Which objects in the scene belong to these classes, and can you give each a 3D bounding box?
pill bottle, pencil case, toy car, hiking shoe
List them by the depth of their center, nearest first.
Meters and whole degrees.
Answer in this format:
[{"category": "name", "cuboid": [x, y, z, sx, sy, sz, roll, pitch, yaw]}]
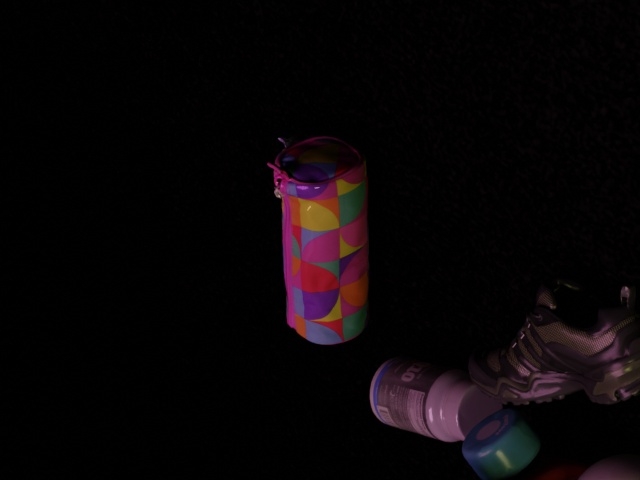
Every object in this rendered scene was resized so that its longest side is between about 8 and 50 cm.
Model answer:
[{"category": "hiking shoe", "cuboid": [0.220, 0.088, 1.311, 0.227, 0.086, 0.114, -9, 96, 51]}, {"category": "toy car", "cuboid": [0.253, 0.274, 1.313, 0.238, 0.210, 0.219, -25, 106, 46]}, {"category": "pill bottle", "cuboid": [0.123, 0.170, 1.504, 0.137, 0.078, 0.078, 8, 122, 52]}, {"category": "pencil case", "cuboid": [0.000, 0.000, 1.515, 0.104, 0.104, 0.236, 30, 140, 38]}]
